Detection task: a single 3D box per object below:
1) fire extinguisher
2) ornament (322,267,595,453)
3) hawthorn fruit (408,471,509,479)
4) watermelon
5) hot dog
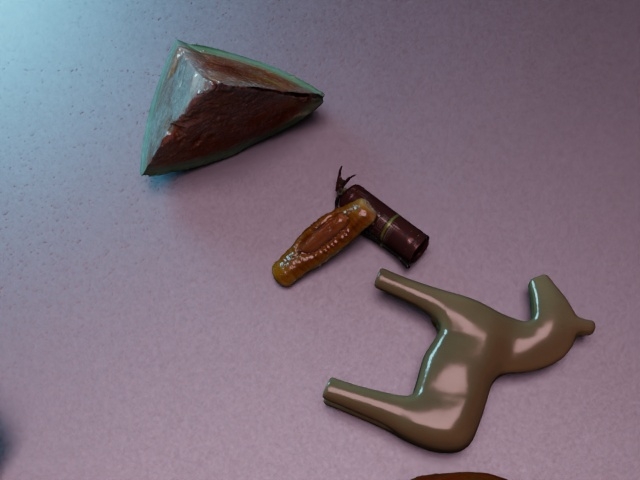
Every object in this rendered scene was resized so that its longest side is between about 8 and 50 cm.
[{"bbox_3d":[0.063,-0.026,1.476,0.132,0.039,0.056,37,116,19],"label":"fire extinguisher"},{"bbox_3d":[0.156,0.121,1.421,0.245,0.061,0.230,21,72,8],"label":"ornament"},{"bbox_3d":[0.157,0.313,1.310,0.200,0.179,0.179,-9,72,-19],"label":"hawthorn fruit"},{"bbox_3d":[-0.101,-0.138,1.465,0.207,0.202,0.136,2,112,4],"label":"watermelon"},{"bbox_3d":[0.000,0.000,1.458,0.137,0.028,0.044,-36,71,12],"label":"hot dog"}]
